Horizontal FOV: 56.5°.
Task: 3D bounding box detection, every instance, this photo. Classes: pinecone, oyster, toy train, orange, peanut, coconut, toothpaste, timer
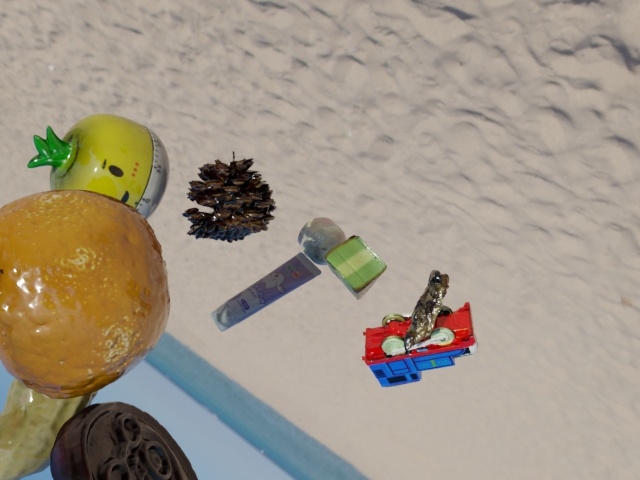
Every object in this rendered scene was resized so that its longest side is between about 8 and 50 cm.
[{"bbox_3d":[-0.210,-0.097,1.381,0.222,0.221,0.221,34,160,14],"label":"pinecone"},{"bbox_3d":[0.166,0.107,0.938,0.029,0.132,0.086,24,145,-6],"label":"oyster"},{"bbox_3d":[0.182,0.187,1.073,0.204,0.082,0.131,-15,128,20],"label":"toy train"},{"bbox_3d":[-0.396,0.077,0.982,0.340,0.294,0.340,43,143,44],"label":"orange"},{"bbox_3d":[-0.577,0.359,1.249,0.159,0.339,0.174,8,151,17],"label":"peanut"},{"bbox_3d":[0.000,0.000,2.131,0.171,0.171,0.183,51,172,-33],"label":"coconut"},{"bbox_3d":[-0.178,0.166,1.924,0.125,0.371,0.079,44,155,38],"label":"toothpaste"},{"bbox_3d":[-0.498,-0.161,1.290,0.285,0.285,0.285,34,160,14],"label":"timer"}]

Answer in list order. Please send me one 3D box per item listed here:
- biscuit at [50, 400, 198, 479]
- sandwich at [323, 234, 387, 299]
[{"bbox_3d":[-0.353,0.497,1.179,0.407,0.091,0.407,54,-178,-3],"label":"biscuit"},{"bbox_3d":[0.033,0.058,0.893,0.074,0.074,0.116,47,144,12],"label":"sandwich"}]
